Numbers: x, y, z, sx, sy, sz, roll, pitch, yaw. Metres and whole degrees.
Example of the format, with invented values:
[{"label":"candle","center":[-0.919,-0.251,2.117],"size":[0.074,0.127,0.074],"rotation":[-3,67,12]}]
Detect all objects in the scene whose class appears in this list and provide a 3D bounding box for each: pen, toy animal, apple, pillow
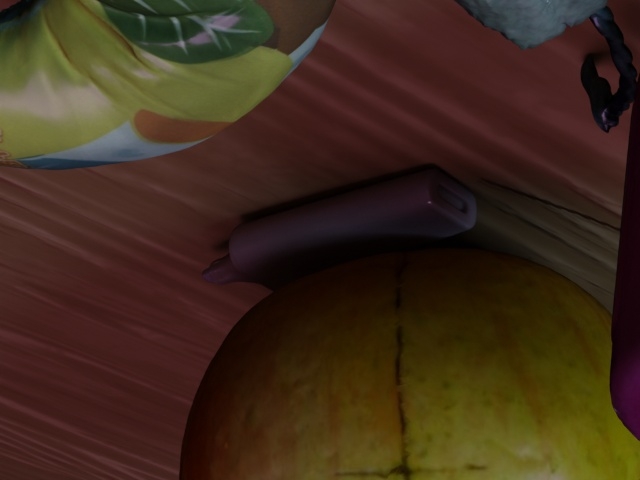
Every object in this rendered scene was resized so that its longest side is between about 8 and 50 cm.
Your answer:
[{"label":"pen","center":[0.000,0.000,0.854],"size":[0.197,0.032,0.053],"rotation":[-17,144,41]},{"label":"toy animal","center":[0.079,-0.102,0.553],"size":[0.070,0.079,0.253],"rotation":[-12,148,29]},{"label":"apple","center":[0.058,0.130,0.834],"size":[0.286,0.233,0.286],"rotation":[-7,161,-3]},{"label":"pillow","center":[-0.106,-0.109,0.569],"size":[0.214,0.086,0.233],"rotation":[-24,142,23]}]

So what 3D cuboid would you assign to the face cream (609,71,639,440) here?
[{"label":"face cream","center":[0.196,-0.022,0.537],"size":[0.175,0.195,0.175],"rotation":[9,153,5]}]
